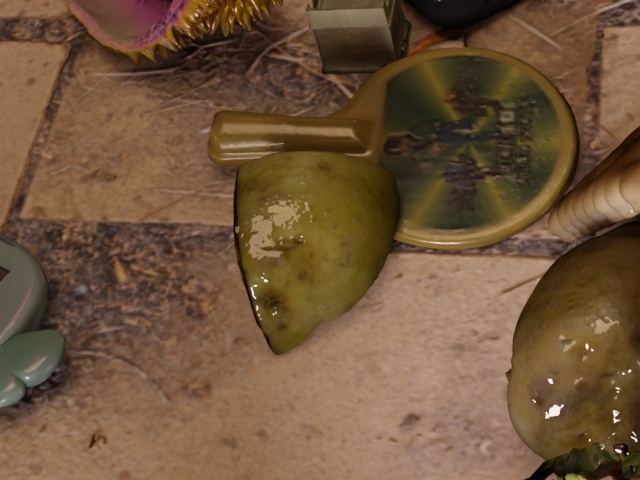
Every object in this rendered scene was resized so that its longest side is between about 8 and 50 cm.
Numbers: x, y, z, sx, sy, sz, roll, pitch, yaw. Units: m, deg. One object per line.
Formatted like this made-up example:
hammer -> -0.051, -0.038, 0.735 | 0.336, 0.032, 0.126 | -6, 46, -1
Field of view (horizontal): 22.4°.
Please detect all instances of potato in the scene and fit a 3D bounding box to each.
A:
potato -> 0.218, 0.079, 1.160 | 0.154, 0.137, 0.200 | 28, 58, -6
potato -> 0.000, 0.000, 1.284 | 0.120, 0.081, 0.149 | -12, 63, 13

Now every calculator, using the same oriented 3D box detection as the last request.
calculator -> -0.334, 0.061, 1.370 | 0.298, 0.041, 0.185 | 25, 63, 31

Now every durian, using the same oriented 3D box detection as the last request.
durian -> -0.159, -0.253, 1.516 | 0.186, 0.153, 0.261 | -36, 56, 15

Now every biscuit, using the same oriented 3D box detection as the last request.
biscuit -> 0.316, -0.120, 1.240 | 0.325, 0.217, 0.044 | -41, 89, -11

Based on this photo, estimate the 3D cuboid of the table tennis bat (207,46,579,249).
table tennis bat -> 0.059, -0.081, 1.380 | 0.320, 0.050, 0.198 | 3, 60, 13

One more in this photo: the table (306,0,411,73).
table -> 0.034, -0.200, 1.448 | 0.079, 0.083, 0.062 | -1, 54, 15

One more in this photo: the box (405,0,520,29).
box -> 0.152, -0.346, 1.538 | 0.290, 0.073, 0.289 | -34, 52, -12

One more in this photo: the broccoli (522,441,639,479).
broccoli -> 0.243, 0.222, 0.936 | 0.272, 0.242, 0.180 | 2, 73, 22
